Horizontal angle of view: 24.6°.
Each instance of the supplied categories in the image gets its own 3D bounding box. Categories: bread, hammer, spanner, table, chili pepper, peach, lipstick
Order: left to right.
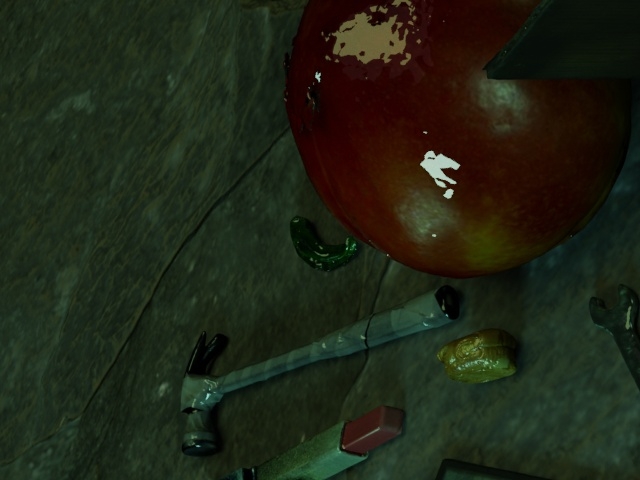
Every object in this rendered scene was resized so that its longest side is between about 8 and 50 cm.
[{"bbox_3d":[-0.032,0.264,1.681,0.312,0.051,0.051,-31,52,31],"label":"lipstick"},{"bbox_3d":[-0.010,0.141,1.724,0.427,0.044,0.152,-20,59,36],"label":"hammer"},{"bbox_3d":[-0.003,0.008,1.777,0.118,0.035,0.055,23,106,51],"label":"chili pepper"},{"bbox_3d":[0.126,-0.141,1.478,0.370,0.370,0.370,-20,60,38],"label":"peach"},{"bbox_3d":[0.166,0.121,1.531,0.083,0.081,0.046,128,136,-64],"label":"bread"},{"bbox_3d":[0.284,-0.285,1.283,0.196,0.282,0.251,131,134,-66],"label":"table"},{"bbox_3d":[0.320,0.148,1.410,0.054,0.015,0.254,-39,49,26],"label":"spanner"}]

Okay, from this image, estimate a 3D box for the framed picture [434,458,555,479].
[{"bbox_3d":[0.160,0.389,1.419,0.265,0.016,0.347,5,65,46],"label":"framed picture"}]
